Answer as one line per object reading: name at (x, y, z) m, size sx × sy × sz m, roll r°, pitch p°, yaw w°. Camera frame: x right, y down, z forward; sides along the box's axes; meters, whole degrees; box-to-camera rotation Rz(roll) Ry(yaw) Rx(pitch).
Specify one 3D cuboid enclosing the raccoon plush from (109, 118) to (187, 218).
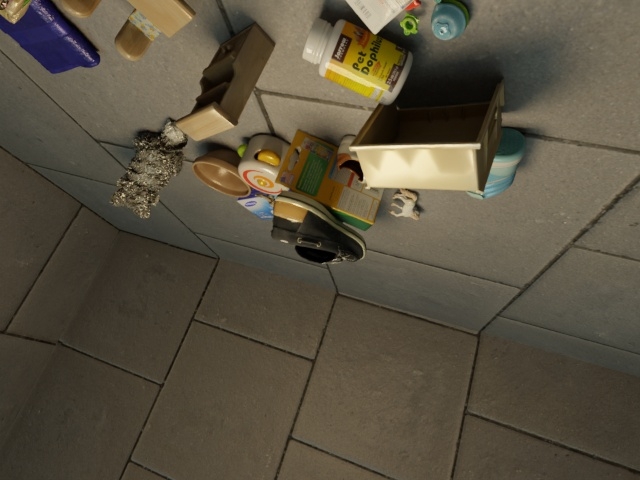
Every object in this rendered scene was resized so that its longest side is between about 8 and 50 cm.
raccoon plush at (-0.686, -0.275, 1.563) m, size 0.216 × 0.299 × 0.446 m, roll 25°, pitch 159°, yaw -14°

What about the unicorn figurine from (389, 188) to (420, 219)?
unicorn figurine at (0.301, -0.115, 1.403) m, size 0.111 × 0.060 × 0.162 m, roll 17°, pitch 160°, yaw 10°

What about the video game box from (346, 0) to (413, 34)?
video game box at (0.086, -0.470, 0.644) m, size 0.205 × 0.048 × 0.187 m, roll 41°, pitch 158°, yaw -21°

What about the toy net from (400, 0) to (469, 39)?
toy net at (0.202, -0.445, 0.673) m, size 0.122 × 0.045 × 0.232 m, roll 28°, pitch 160°, yaw 16°

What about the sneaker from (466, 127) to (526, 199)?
sneaker at (0.358, -0.191, 1.062) m, size 0.318 × 0.127 × 0.208 m, roll 11°, pitch 157°, yaw 26°

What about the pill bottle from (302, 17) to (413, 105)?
pill bottle at (0.075, -0.379, 0.842) m, size 0.214 × 0.117 × 0.117 m, roll 22°, pitch 160°, yaw -6°

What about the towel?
towel at (-0.803, -0.618, 1.125) m, size 0.227 × 0.076 × 0.308 m, roll 3°, pitch 155°, yaw 23°

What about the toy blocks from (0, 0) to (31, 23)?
toy blocks at (-0.694, -0.578, 0.769) m, size 0.288 × 0.309 × 0.260 m, roll -1°, pitch 147°, yaw 44°

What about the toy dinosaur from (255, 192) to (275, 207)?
toy dinosaur at (-0.178, -0.139, 1.612) m, size 0.183 × 0.053 × 0.092 m, roll 45°, pitch 165°, yaw -32°

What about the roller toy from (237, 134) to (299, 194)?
roller toy at (-0.176, -0.250, 1.373) m, size 0.209 × 0.146 × 0.191 m, roll 1°, pitch 153°, yaw 41°

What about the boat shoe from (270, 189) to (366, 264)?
boat shoe at (0.000, 0.000, 1.281) m, size 0.186 × 0.156 × 0.500 m, roll 15°, pitch 172°, yaw 30°

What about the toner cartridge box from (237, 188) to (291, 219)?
toner cartridge box at (-0.186, -0.168, 1.701) m, size 0.347 × 0.075 × 0.165 m, roll -2°, pitch 148°, yaw 46°

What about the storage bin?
storage bin at (0.243, -0.232, 0.877) m, size 0.262 × 0.260 × 0.123 m, roll 6°, pitch 139°, yaw 32°

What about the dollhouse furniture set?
dollhouse furniture set at (-0.325, -0.444, 0.845) m, size 0.362 × 0.257 × 0.394 m, roll -1°, pitch 151°, yaw 44°

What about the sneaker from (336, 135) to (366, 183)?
sneaker at (0.183, -0.204, 1.198) m, size 0.290 × 0.123 × 0.106 m, roll 18°, pitch 158°, yaw 0°

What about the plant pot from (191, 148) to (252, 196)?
plant pot at (-0.360, -0.273, 1.542) m, size 0.237 × 0.110 × 0.237 m, roll 18°, pitch 160°, yaw 7°

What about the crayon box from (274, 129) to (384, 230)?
crayon box at (0.037, -0.187, 1.258) m, size 0.322 × 0.203 × 0.083 m, roll 23°, pitch 161°, yaw -6°
